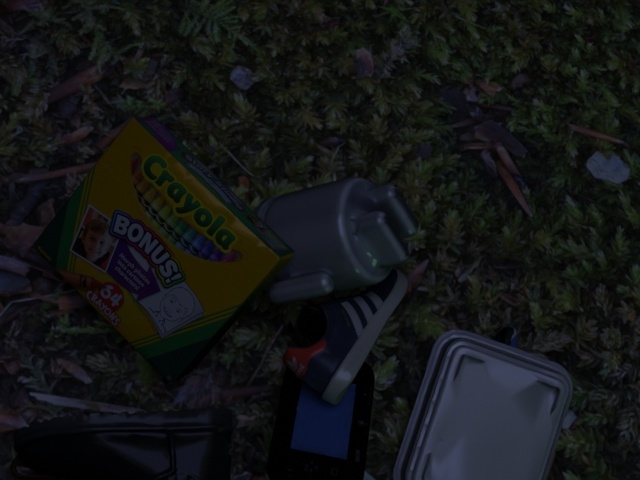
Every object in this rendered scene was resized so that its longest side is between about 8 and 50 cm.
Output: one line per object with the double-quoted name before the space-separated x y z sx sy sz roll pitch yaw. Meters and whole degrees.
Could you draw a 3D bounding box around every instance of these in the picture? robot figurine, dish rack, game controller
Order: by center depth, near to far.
"game controller" 0.005 0.319 1.913 0.166 0.067 0.319 5 41 5
"dish rack" 0.310 0.354 1.985 0.286 0.072 0.332 20 84 -6
"robot figurine" 0.000 0.000 1.991 0.199 0.353 0.300 58 39 -27

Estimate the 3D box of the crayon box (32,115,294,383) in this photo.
"crayon box" -0.281 0.014 1.916 0.363 0.106 0.313 43 108 7

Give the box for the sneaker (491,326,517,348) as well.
"sneaker" 0.361 0.273 2.090 0.081 0.080 0.211 15 74 -15

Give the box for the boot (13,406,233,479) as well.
"boot" -0.304 0.500 1.692 0.367 0.146 0.445 -5 70 1

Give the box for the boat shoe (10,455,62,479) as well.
"boat shoe" -0.440 0.378 1.845 0.178 0.060 0.064 -1 68 -14

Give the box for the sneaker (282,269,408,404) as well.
"sneaker" 0.045 0.142 1.994 0.148 0.131 0.350 31 39 6

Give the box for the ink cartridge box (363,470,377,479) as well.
"ink cartridge box" 0.045 0.557 1.894 0.239 0.060 0.275 45 61 -20
